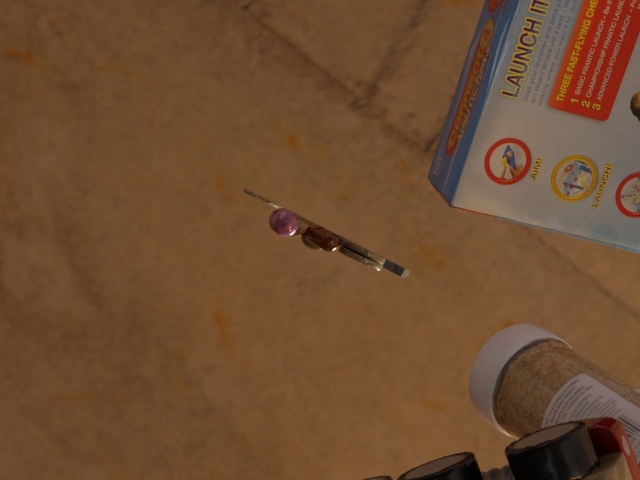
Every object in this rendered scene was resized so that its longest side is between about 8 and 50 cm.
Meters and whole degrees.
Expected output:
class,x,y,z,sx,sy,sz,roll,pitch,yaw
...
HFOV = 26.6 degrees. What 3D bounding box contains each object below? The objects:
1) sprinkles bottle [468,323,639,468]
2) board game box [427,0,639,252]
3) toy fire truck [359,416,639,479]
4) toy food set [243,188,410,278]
class,x,y,z,sx,sy,sz,roll,pitch,yaw
sprinkles bottle,0.295,0.201,1.368,0.355,0.121,0.121,33,-56,55
board game box,0.287,-0.148,1.195,0.302,0.086,0.308,14,-74,-15
toy fire truck,0.144,0.209,0.989,0.217,0.246,0.158,-21,-90,22
toy food set,0.000,0.000,0.983,0.122,0.078,0.019,27,-89,27
